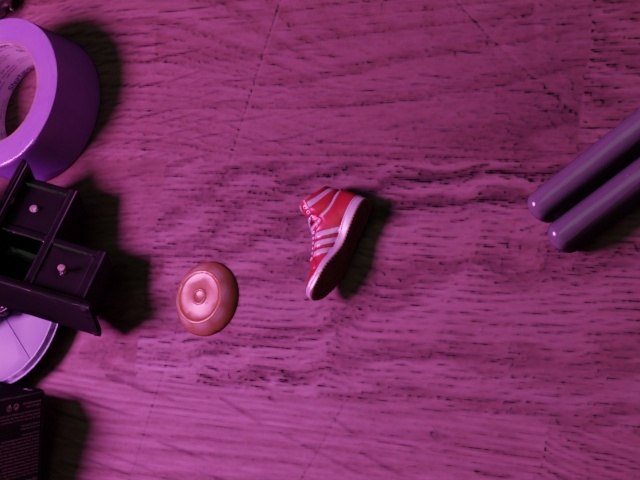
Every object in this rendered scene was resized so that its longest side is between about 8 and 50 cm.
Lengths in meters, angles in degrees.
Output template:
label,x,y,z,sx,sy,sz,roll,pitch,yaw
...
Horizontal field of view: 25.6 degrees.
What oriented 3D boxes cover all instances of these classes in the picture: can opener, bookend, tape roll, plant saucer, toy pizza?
label,x,y,z,sx,sy,sz,roll,pitch,yaw
can opener,0.302,-0.097,1.262,0.280,0.093,0.074,-41,61,23
bookend,-0.297,0.008,1.600,0.157,0.072,0.156,17,63,12
tape roll,-0.364,-0.167,1.702,0.189,0.080,0.189,-8,75,32
plant saucer,-0.129,0.063,1.536,0.083,0.015,0.083,-8,75,31
toy pizza,-0.378,0.079,1.680,0.201,0.032,0.201,-9,72,30

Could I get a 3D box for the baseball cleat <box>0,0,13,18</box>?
label,x,y,z,sx,sy,sz,roll,pitch,yaw
baseball cleat,-0.496,-0.292,1.792,0.206,0.072,0.109,-28,90,8

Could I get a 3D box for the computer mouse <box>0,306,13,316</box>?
label,x,y,z,sx,sy,sz,roll,pitch,yaw
computer mouse,-0.418,0.014,1.680,0.106,0.042,0.193,-27,70,29

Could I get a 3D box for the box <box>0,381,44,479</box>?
label,x,y,z,sx,sy,sz,roll,pitch,yaw
box,-0.403,0.240,1.602,0.156,0.093,0.158,7,98,33

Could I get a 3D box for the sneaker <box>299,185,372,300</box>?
label,x,y,z,sx,sy,sz,roll,pitch,yaw
sneaker,0.000,0.000,1.453,0.067,0.042,0.118,24,84,30
